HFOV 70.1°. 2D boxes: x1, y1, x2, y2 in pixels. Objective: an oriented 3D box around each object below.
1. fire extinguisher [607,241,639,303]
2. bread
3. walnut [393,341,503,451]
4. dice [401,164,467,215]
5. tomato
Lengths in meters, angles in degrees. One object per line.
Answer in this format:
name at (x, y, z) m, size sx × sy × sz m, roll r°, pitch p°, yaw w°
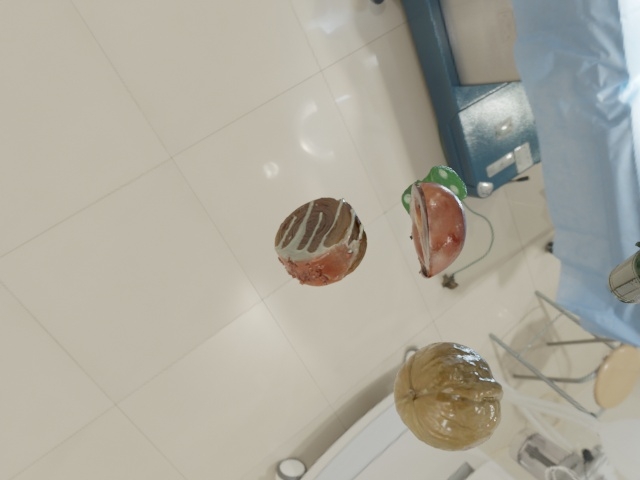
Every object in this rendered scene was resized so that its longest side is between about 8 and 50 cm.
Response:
fire extinguisher at (0.666, 0.062, 0.929) m, size 0.095 × 0.114 × 0.311 m, roll -47°, pitch 157°, yaw 4°
bread at (0.000, 0.000, 0.777) m, size 0.160 × 0.160 × 0.073 m, roll -40°, pitch 132°, yaw -12°
walnut at (0.358, 0.424, 1.255) m, size 0.313 × 0.277 × 0.252 m, roll 14°, pitch 113°, yaw -32°
dice at (0.309, -0.121, 1.241) m, size 0.131 × 0.128 × 0.120 m, roll -27°, pitch 77°, yaw -42°
tomato at (0.262, -0.021, 0.995) m, size 0.112 × 0.228 × 0.199 m, roll -8°, pitch 73°, yaw 5°
